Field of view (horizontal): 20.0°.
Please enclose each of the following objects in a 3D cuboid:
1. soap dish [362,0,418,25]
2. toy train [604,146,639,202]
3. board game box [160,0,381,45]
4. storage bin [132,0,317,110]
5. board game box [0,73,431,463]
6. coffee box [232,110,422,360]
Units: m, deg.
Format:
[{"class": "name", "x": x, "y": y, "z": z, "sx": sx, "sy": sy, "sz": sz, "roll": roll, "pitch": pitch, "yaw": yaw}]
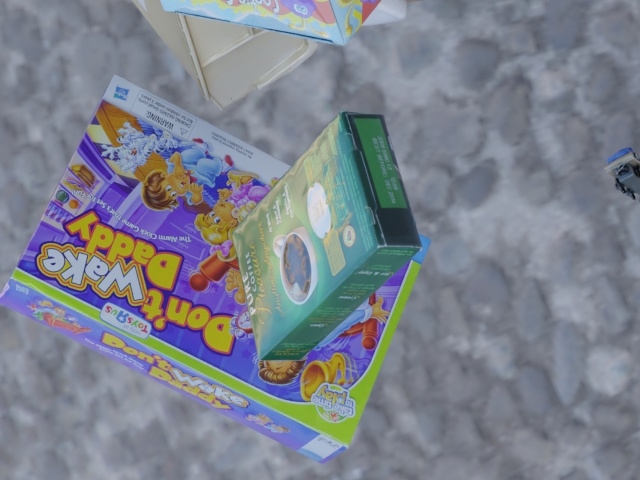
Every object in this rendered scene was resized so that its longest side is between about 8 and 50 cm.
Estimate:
[{"class": "soap dish", "x": -0.031, "y": -0.333, "z": 1.971, "sx": 0.229, "sy": 0.291, "sz": 0.118, "roll": -159, "pitch": 88, "yaw": -76}, {"class": "toy train", "x": 0.254, "y": -0.042, "z": 1.388, "sx": 0.027, "sy": 0.158, "sz": 0.036, "roll": -28, "pitch": 66, "yaw": 21}, {"class": "board game box", "x": 0.011, "y": -0.271, "z": 1.125, "sx": 0.144, "sy": 0.275, "sz": 0.142, "roll": 15, "pitch": 143, "yaw": 32}, {"class": "storage bin", "x": -0.132, "y": -0.292, "z": 1.648, "sx": 0.262, "sy": 0.123, "sz": 0.260, "roll": 52, "pitch": 169, "yaw": 28}, {"class": "board game box", "x": -0.095, "y": 0.028, "z": 1.716, "sx": 0.347, "sy": 0.233, "sz": 0.078, "roll": 27, "pitch": 154, "yaw": -9}, {"class": "coffee box", "x": 0.000, "y": 0.000, "z": 1.305, "sx": 0.184, "sy": 0.040, "sz": 0.113, "roll": -47, "pitch": 50, "yaw": 48}]
